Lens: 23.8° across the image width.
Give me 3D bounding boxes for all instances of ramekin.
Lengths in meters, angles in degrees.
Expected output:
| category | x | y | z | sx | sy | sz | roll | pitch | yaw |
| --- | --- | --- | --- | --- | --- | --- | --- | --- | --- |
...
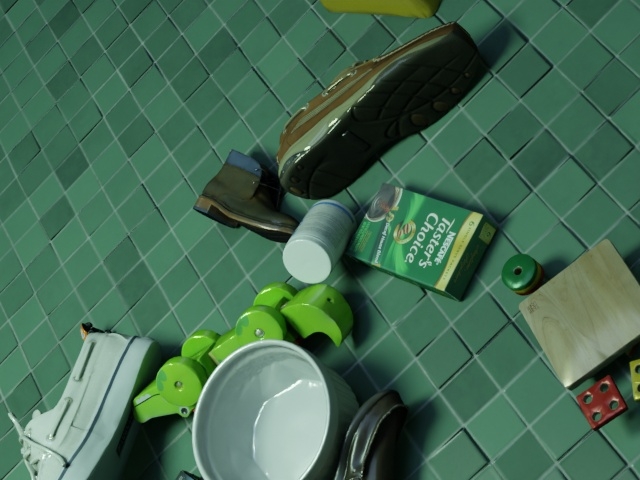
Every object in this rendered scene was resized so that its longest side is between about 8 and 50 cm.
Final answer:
| category | x | y | z | sx | sy | sz | roll | pitch | yaw |
| --- | --- | --- | --- | --- | --- | --- | --- | --- | --- |
| ramekin | -0.047 | 0.234 | 1.882 | 0.207 | 0.109 | 0.207 | -13 | 66 | 30 |

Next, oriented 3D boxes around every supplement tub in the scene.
| category | x | y | z | sx | sy | sz | roll | pitch | yaw |
| --- | --- | --- | --- | --- | --- | --- | --- | --- | --- |
| supplement tub | 0.000 | 0.000 | 1.994 | 0.071 | 0.071 | 0.107 | -18 | 22 | 31 |

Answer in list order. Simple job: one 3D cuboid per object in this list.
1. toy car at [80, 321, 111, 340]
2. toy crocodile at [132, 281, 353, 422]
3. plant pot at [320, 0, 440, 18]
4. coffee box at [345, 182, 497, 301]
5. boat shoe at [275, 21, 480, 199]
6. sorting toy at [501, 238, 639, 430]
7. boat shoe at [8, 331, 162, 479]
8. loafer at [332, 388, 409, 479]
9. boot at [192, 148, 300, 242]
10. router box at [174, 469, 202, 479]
| category | x | y | z | sx | sy | sz | roll | pitch | yaw |
| --- | --- | --- | --- | --- | --- | --- | --- | --- | --- |
| toy car | -0.309 | 0.165 | 2.192 | 0.122 | 0.060 | 0.040 | 41 | 107 | 47 |
| toy crocodile | -0.109 | 0.154 | 2.008 | 0.340 | 0.105 | 0.115 | -33 | 8 | 21 |
| plant pot | 0.068 | -0.458 | 2.153 | 0.212 | 0.187 | 0.212 | 11 | 73 | 43 |
| coffee box | 0.127 | -0.001 | 1.939 | 0.184 | 0.040 | 0.113 | 23 | 81 | 45 |
| boat shoe | 0.062 | -0.192 | 2.052 | 0.324 | 0.122 | 0.120 | -36 | 45 | 17 |
| sorting toy | 0.316 | 0.096 | 1.723 | 0.132 | 0.046 | 0.274 | -39 | 46 | 15 |
| boat shoe | -0.347 | 0.270 | 2.038 | 0.156 | 0.136 | 0.367 | 11 | 57 | 13 |
| loafer | 0.062 | 0.286 | 1.811 | 0.078 | 0.080 | 0.220 | 19 | 84 | 31 |
| boot | -0.088 | -0.065 | 2.127 | 0.219 | 0.082 | 0.106 | 18 | 80 | 46 |
| router box | -0.174 | 0.372 | 1.971 | 0.092 | 0.038 | 0.122 | 26 | 83 | 46 |
